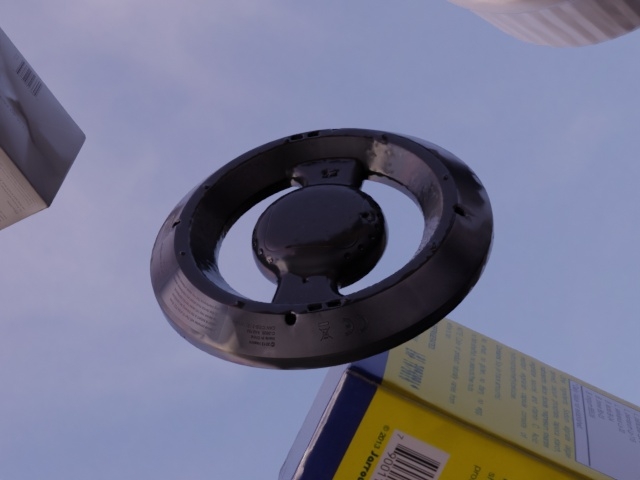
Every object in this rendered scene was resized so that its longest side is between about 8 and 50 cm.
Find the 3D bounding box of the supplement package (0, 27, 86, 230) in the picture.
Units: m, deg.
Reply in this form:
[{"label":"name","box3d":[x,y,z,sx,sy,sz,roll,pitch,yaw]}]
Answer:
[{"label":"supplement package","box3d":[-0.400,-0.107,1.683,0.203,0.149,0.194,-24,-64,24]}]

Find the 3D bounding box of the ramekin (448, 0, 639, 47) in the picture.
[{"label":"ramekin","box3d":[0.195,-0.271,1.210,0.273,0.273,0.127,-54,-43,2]}]

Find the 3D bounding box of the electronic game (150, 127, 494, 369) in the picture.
[{"label":"electronic game","box3d":[0.000,0.000,1.042,0.229,0.229,0.048,-31,-47,-21]}]

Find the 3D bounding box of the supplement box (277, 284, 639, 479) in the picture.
[{"label":"supplement box","box3d":[0.151,0.215,1.195,0.194,0.356,0.195,-65,0,-72]}]
